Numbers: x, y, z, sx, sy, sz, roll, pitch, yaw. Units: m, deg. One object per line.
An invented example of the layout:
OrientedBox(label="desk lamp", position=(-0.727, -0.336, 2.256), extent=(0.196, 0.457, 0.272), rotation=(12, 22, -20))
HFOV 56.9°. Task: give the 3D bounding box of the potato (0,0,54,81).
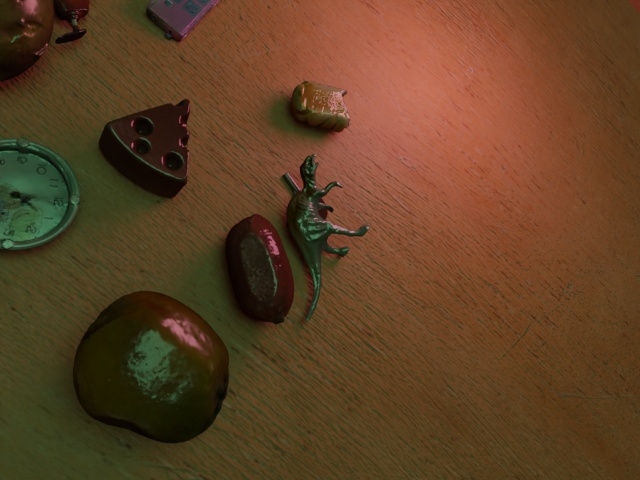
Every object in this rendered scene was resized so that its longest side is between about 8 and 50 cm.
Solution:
OrientedBox(label="potato", position=(-0.643, -0.454, 1.171), extent=(0.288, 0.301, 0.237), rotation=(-31, 109, -4))

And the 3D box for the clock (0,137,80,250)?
OrientedBox(label="clock", position=(-0.605, -0.089, 1.171), extent=(0.236, 0.053, 0.236), rotation=(9, 68, -25))

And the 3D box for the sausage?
OrientedBox(label="sausage", position=(-0.136, 0.067, 1.318), extent=(0.148, 0.148, 0.254), rotation=(-15, 81, -30))

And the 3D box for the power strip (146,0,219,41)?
OrientedBox(label="power strip", position=(-0.322, -0.617, 1.487), extent=(0.109, 0.037, 0.279), rotation=(38, 61, -13))

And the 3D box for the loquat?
OrientedBox(label="loquat", position=(-0.305, 0.234, 1.100), extent=(0.283, 0.276, 0.276), rotation=(23, 64, -2))

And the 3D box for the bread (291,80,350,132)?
OrientedBox(label="bread", position=(0.005, -0.351, 1.547), extent=(0.177, 0.084, 0.119), rotation=(10, 69, -24))

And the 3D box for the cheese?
OrientedBox(label="cheese", position=(-0.351, -0.186, 1.297), extent=(0.203, 0.128, 0.177), rotation=(-28, 90, -35))

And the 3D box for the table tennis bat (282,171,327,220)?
OrientedBox(label="table tennis bat", position=(-0.043, -0.105, 1.491), extent=(0.087, 0.013, 0.156), rotation=(-40, 96, -28))

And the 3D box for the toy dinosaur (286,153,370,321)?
OrientedBox(label="toy dinosaur", position=(0.000, 0.000, 1.438), extent=(0.205, 0.092, 0.393), rotation=(18, 84, -19))

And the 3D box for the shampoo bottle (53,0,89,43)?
OrientedBox(label="shampoo bottle", position=(-0.580, -0.573, 1.315), extent=(0.153, 0.071, 0.284), rotation=(-14, 82, -44))
